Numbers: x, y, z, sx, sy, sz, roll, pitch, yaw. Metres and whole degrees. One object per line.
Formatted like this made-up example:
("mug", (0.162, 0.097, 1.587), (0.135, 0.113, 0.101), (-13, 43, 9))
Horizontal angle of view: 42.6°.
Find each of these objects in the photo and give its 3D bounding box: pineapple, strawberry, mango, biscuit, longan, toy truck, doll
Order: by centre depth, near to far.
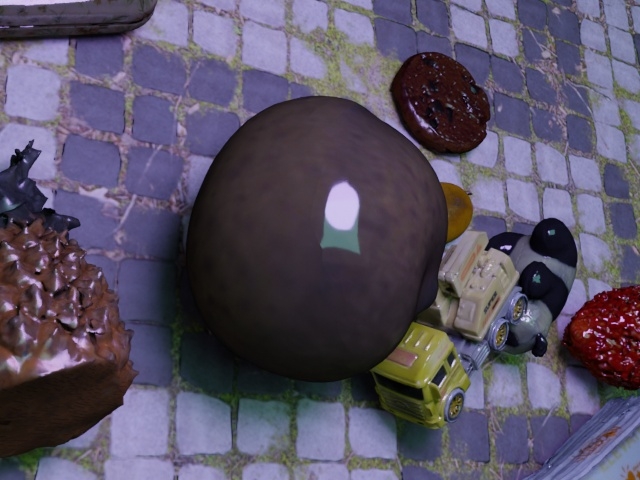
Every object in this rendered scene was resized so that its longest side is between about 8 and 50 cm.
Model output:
("pineapple", (-0.339, 0.037, 0.901), (0.223, 0.223, 0.357), (-4, 55, -31))
("longan", (0.000, 0.000, 1.032), (0.361, 0.361, 0.361), (11, 67, -26))
("toy truck", (0.175, 0.112, 1.145), (0.272, 0.124, 0.157), (-50, 134, -26))
("doll", (0.327, 0.074, 1.293), (0.135, 0.143, 0.234), (48, 52, -19))
("mango", (0.171, -0.038, 1.294), (0.187, 0.066, 0.101), (-21, 82, -25))
("strawberry", (0.489, 0.154, 1.335), (0.201, 0.184, 0.187), (7, 38, -16))
("biscuit", (0.206, -0.233, 1.397), (0.192, 0.049, 0.192), (12, 61, -22))

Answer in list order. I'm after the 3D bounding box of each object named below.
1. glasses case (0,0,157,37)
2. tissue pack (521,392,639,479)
("glasses case", (-0.413, -0.337, 1.048), (0.425, 0.098, 0.156), (-12, 73, -33))
("tissue pack", (0.501, 0.464, 1.230), (0.287, 0.162, 0.388), (-28, 88, -34))
